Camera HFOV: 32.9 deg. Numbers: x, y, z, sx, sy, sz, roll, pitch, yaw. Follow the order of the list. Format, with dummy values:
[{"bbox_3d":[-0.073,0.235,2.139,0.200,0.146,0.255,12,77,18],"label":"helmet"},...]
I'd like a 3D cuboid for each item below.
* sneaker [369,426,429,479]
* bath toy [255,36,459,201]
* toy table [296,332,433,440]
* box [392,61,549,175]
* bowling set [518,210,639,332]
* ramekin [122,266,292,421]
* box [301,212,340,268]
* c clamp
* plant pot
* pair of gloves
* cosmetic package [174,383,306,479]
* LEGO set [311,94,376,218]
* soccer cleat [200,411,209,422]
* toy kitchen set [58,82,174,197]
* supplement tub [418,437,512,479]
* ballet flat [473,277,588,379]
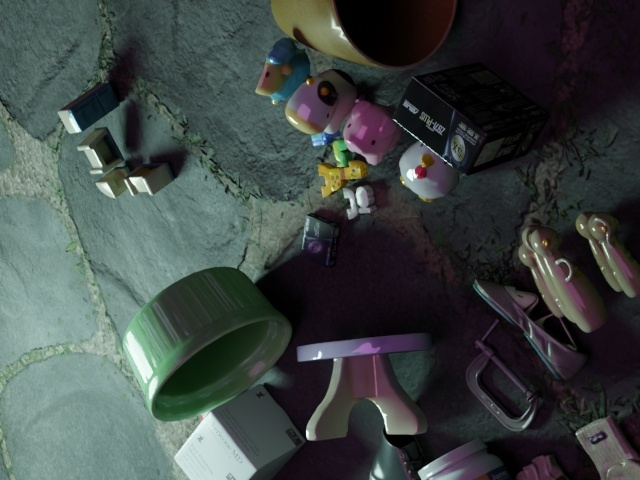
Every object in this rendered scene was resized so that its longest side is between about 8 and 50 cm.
[{"bbox_3d":[0.177,0.420,1.885,0.222,0.083,0.118,28,128,33],"label":"sneaker"},{"bbox_3d":[0.070,-0.188,1.696,0.348,0.151,0.129,32,140,10],"label":"bath toy"},{"bbox_3d":[0.074,0.246,1.833,0.274,0.252,0.161,-15,78,58],"label":"toy table"},{"bbox_3d":[0.221,-0.181,1.589,0.147,0.180,0.077,42,127,23],"label":"box"},{"bbox_3d":[0.391,0.010,1.539,0.200,0.287,0.154,-31,90,-1],"label":"bowling set"},{"bbox_3d":[-0.217,0.186,2.020,0.148,0.303,0.303,53,131,24],"label":"ramekin"},{"bbox_3d":[0.000,0.000,1.950,0.067,0.018,0.083,25,119,32],"label":"box"},{"bbox_3d":[0.298,0.229,1.765,0.161,0.022,0.137,51,130,17],"label":"c clamp"},{"bbox_3d":[0.039,-0.379,1.674,0.254,0.237,0.237,10,111,54],"label":"plant pot"},{"bbox_3d":[0.430,0.403,1.697,0.240,0.042,0.204,-47,69,38],"label":"pair of gloves"},{"bbox_3d":[-0.159,0.410,2.132,0.151,0.151,0.184,49,129,16],"label":"cosmetic package"},{"bbox_3d":[0.049,-0.141,1.816,0.093,0.087,0.227,-1,104,41],"label":"LEGO set"},{"bbox_3d":[-0.213,0.317,2.213,0.068,0.076,0.196,-115,20,-52],"label":"soccer cleat"},{"bbox_3d":[-0.391,-0.205,2.182,0.166,0.122,0.207,-1,124,41],"label":"toy kitchen set"},{"bbox_3d":[0.260,0.441,1.777,0.144,0.144,0.200,-43,68,41],"label":"supplement tub"},{"bbox_3d":[0.330,0.121,1.685,0.068,0.072,0.213,-45,72,12],"label":"ballet flat"}]
